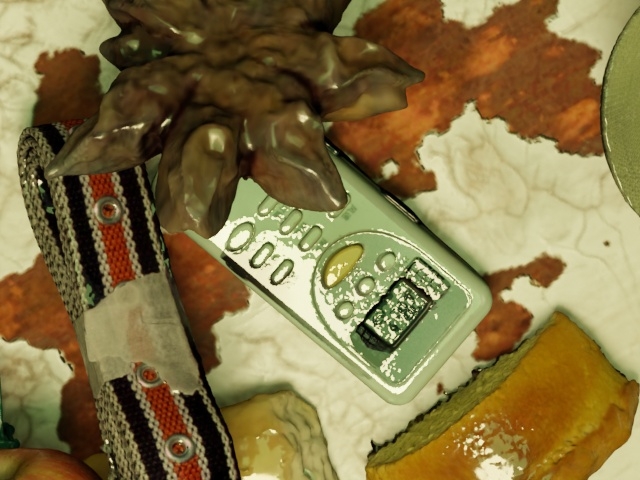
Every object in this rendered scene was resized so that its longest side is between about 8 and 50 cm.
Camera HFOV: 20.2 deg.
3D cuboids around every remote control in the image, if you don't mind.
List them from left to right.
[{"bbox_3d":[0.000,0.000,1.515,0.296,0.056,0.140,41,92,-6],"label":"remote control"}]

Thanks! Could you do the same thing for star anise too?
[{"bbox_3d":[-0.086,-0.134,1.424,0.315,0.108,0.315,3,64,-7],"label":"star anise"}]

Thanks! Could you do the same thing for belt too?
[{"bbox_3d":[-0.154,0.067,1.442,0.094,0.126,0.360,-15,80,-20],"label":"belt"}]

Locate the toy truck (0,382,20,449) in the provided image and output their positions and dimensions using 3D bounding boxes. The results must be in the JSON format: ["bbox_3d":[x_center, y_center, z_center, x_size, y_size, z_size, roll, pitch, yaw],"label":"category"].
[{"bbox_3d":[-0.314,0.134,1.500,0.116,0.110,0.216,-5,98,-15],"label":"toy truck"}]

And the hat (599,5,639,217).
[{"bbox_3d":[0.343,-0.110,1.479,0.257,0.130,0.257,-1,98,-4],"label":"hat"}]

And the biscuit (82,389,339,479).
[{"bbox_3d":[-0.120,0.373,1.539,0.446,0.104,0.429,-16,98,0],"label":"biscuit"}]

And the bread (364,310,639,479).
[{"bbox_3d":[0.153,0.181,1.510,0.260,0.134,0.129,-38,97,3],"label":"bread"}]

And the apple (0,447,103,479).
[{"bbox_3d":[-0.241,0.261,1.406,0.199,0.199,0.199,0,98,-3],"label":"apple"}]
